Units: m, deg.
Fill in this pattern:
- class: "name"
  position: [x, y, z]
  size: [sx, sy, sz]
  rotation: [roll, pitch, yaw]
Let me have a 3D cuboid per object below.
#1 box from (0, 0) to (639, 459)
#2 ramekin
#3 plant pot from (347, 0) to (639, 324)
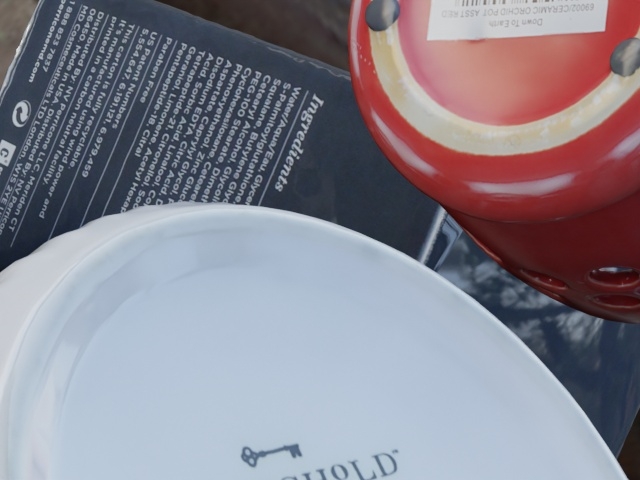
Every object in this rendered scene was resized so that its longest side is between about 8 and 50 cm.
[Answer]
- class: "box"
  position: [0.000, 0.000, 1.190]
  size: [0.293, 0.395, 0.212]
  rotation: [21, 92, -49]
- class: "ramekin"
  position: [-0.018, 0.112, 0.484]
  size: [0.273, 0.127, 0.273]
  rotation: [23, 44, -24]
- class: "plant pot"
  position: [0.116, -0.070, 0.735]
  size: [0.174, 0.191, 0.191]
  rotation: [21, 57, -57]
